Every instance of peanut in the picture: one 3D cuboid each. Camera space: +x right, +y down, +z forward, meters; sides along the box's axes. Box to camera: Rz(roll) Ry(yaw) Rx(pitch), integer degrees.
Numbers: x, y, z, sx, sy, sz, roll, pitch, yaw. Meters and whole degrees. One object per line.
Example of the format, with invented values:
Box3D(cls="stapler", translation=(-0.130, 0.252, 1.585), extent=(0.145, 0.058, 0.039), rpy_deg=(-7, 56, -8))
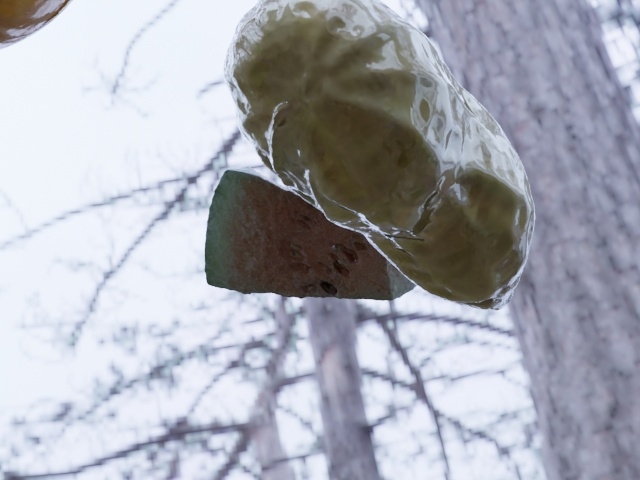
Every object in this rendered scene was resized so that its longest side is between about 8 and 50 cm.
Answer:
Box3D(cls="peanut", translation=(0.058, -0.075, 1.334), extent=(0.158, 0.174, 0.340), rpy_deg=(-53, -45, 2))

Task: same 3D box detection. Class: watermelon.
Box3D(cls="watermelon", translation=(0.000, 0.000, 1.827), extent=(0.241, 0.094, 0.154), rpy_deg=(18, -50, 20))

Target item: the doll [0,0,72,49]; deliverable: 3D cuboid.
Box3D(cls="doll", translation=(-0.255, -0.201, 1.064), extent=(0.213, 0.213, 0.236), rpy_deg=(20, -32, -31))
